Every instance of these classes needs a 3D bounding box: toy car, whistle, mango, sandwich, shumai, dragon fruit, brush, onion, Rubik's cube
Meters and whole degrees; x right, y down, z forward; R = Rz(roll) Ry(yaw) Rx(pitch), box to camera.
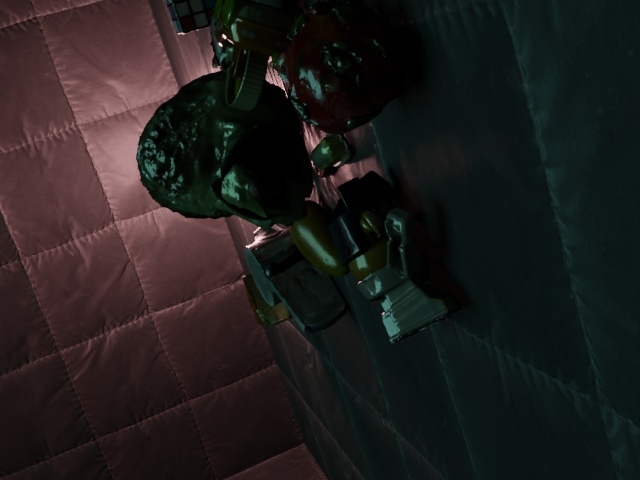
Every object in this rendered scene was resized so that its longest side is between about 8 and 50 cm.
[{"bbox_3d":[-0.142,-0.367,1.474,0.235,0.145,0.235,-169,90,-69],"label":"toy car"},{"bbox_3d":[-0.074,0.090,2.070,0.404,0.168,0.188,36,146,60],"label":"whistle"},{"bbox_3d":[0.000,0.000,1.790,0.227,0.099,0.136,52,154,29],"label":"mango"},{"bbox_3d":[-0.161,0.234,2.680,0.198,0.155,0.227,85,159,-57],"label":"sandwich"},{"bbox_3d":[-0.162,-0.164,1.661,0.348,0.395,0.395,39,151,37],"label":"shumai"},{"bbox_3d":[0.024,-0.277,1.087,0.200,0.198,0.269,72,-173,-68],"label":"dragon fruit"},{"bbox_3d":[0.002,-0.172,1.577,0.313,0.067,0.072,156,92,-79],"label":"brush"},{"bbox_3d":[-0.197,-0.468,1.816,0.151,0.098,0.206,-45,57,49],"label":"onion"},{"bbox_3d":[-0.320,-0.634,1.953,0.151,0.155,0.154,-138,30,-67],"label":"Rubik's cube"}]

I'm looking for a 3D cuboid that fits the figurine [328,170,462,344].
[{"bbox_3d":[0.111,0.027,1.265,0.308,0.143,0.309,35,138,39],"label":"figurine"}]
